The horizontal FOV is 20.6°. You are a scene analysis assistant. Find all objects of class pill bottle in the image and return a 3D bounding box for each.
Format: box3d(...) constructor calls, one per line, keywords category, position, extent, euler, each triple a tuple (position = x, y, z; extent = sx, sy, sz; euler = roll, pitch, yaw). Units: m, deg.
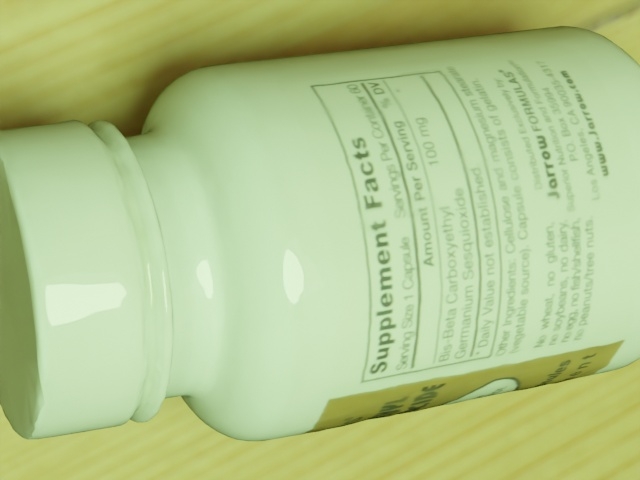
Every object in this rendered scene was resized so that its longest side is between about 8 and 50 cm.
box3d(category="pill bottle", position=(0.000, 0.000, 0.616), extent=(0.229, 0.131, 0.131), euler=(-9, 107, -22))
